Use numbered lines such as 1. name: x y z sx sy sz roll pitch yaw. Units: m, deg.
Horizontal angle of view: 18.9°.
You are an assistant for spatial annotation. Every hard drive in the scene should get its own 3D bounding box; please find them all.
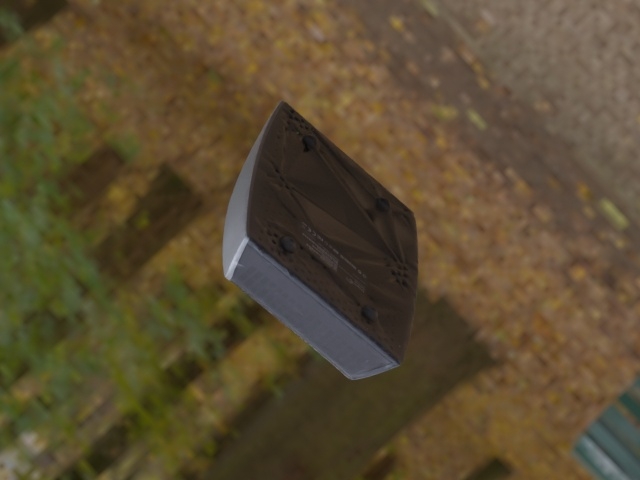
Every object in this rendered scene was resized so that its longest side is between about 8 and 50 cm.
1. hard drive: 0.000 0.000 1.514 0.172 0.054 0.254 40 -157 -15
